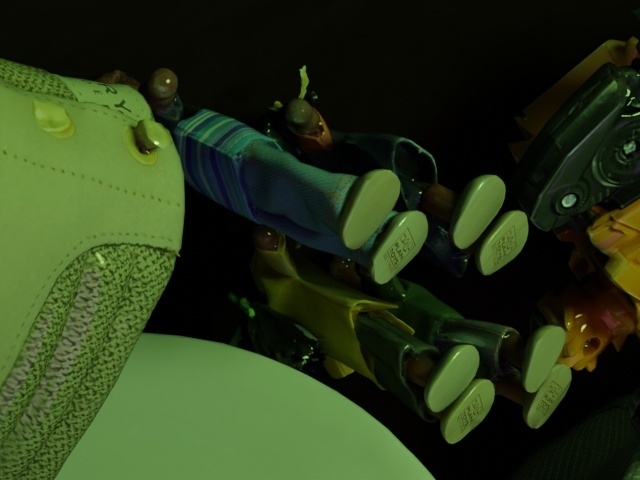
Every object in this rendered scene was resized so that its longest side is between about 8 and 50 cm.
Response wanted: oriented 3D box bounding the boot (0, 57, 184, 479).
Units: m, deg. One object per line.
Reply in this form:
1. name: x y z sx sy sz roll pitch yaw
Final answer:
1. boot: -0.116 -0.054 0.440 0.203 0.095 0.262 4 99 -49

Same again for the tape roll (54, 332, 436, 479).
1. tape roll: -0.055 0.172 0.593 0.246 0.246 0.169 -26 152 -5

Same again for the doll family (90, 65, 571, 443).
1. doll family: 0.000 0.000 0.590 0.076 0.111 0.193 -45 143 -20

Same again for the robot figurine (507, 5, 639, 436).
1. robot figurine: 0.191 -0.048 0.653 0.291 0.085 0.211 -32 134 1

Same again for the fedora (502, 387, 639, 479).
1. fedora: 0.126 0.151 0.760 0.124 0.244 0.275 27 114 -12
